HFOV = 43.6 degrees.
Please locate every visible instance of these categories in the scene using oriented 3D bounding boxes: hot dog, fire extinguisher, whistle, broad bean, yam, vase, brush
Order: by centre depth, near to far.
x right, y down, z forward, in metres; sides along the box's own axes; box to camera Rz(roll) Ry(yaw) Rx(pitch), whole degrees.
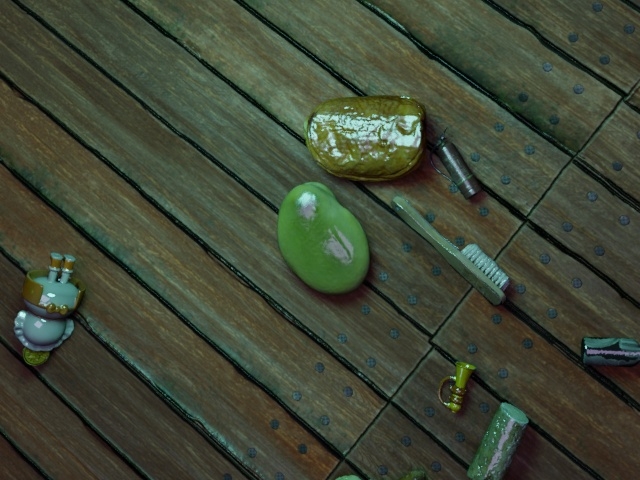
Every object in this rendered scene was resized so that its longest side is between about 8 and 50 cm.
[{"bbox_3d":[0.652,0.233,1.655,0.211,0.060,0.060,1,87,11],"label":"vase"},{"bbox_3d":[0.377,0.437,1.687,0.078,0.078,0.179,26,90,11],"label":"yam"},{"bbox_3d":[0.291,0.316,1.727,0.057,0.046,0.109,18,96,-3],"label":"whistle"},{"bbox_3d":[0.287,0.009,1.739,0.327,0.070,0.065,43,76,12],"label":"brush"},{"bbox_3d":[0.101,-0.229,1.757,0.272,0.122,0.196,-1,85,14],"label":"hot dog"},{"bbox_3d":[0.290,-0.162,1.757,0.078,0.045,0.157,-35,82,29],"label":"fire extinguisher"},{"bbox_3d":[0.000,0.000,1.761,0.189,0.121,0.263,-31,84,11],"label":"broad bean"}]

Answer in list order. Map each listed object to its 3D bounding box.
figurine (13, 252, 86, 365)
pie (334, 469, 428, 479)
[{"bbox_3d":[-0.632,0.163,1.861,0.143,0.143,0.272,10,87,11],"label":"figurine"},{"bbox_3d":[0.125,0.627,1.708,0.274,0.105,0.257,-8,94,10],"label":"pie"}]
